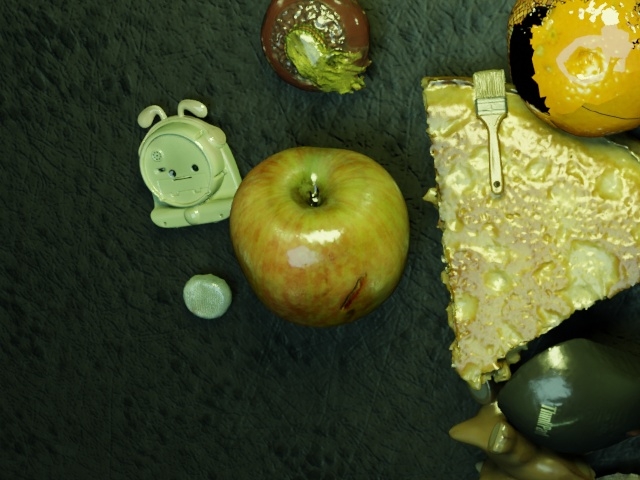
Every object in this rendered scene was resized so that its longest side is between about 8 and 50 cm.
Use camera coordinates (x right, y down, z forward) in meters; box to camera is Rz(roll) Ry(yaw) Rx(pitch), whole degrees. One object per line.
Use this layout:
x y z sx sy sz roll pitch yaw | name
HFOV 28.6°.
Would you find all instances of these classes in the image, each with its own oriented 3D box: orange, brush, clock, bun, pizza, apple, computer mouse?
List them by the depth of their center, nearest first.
0.347 -0.241 1.573 0.234 0.182 0.235 4 112 11 | orange
0.228 -0.143 1.656 0.043 0.014 0.170 -4 81 6 | brush
0.270 0.004 1.721 0.439 0.130 0.406 29 100 11 | pizza
0.376 0.230 1.744 0.170 0.269 0.100 -45 47 31 | computer mouse
0.000 0.000 1.784 0.264 0.264 0.264 9 116 18 | apple
-0.209 -0.118 1.921 0.151 0.062 0.191 -8 110 24 | clock
-0.179 0.088 2.013 0.083 0.045 0.083 7 116 15 | bun

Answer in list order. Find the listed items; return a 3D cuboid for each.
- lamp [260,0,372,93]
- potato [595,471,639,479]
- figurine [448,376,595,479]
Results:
-0.010 -0.277 1.725 0.157 0.135 0.156 9 116 20 | lamp
0.499 0.400 1.881 0.172 0.089 0.101 45 104 34 | potato
0.283 0.330 1.856 0.247 0.177 0.173 26 123 -32 | figurine
